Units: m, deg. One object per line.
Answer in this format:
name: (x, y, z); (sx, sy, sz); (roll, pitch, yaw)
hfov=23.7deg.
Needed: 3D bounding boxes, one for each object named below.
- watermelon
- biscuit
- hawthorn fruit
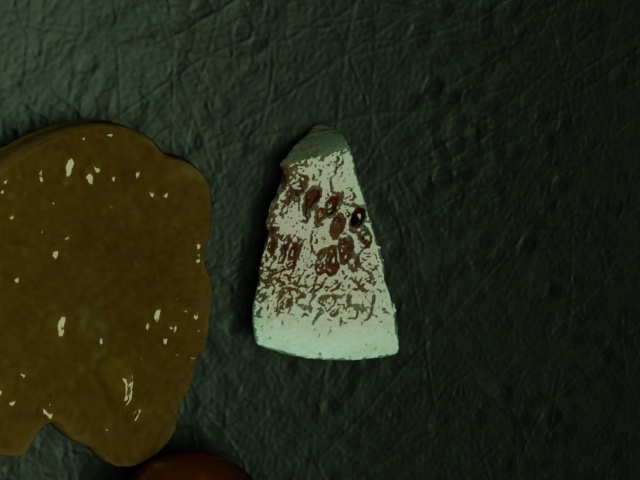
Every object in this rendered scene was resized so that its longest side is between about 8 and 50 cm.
watermelon: (0.000, 0.000, 1.594); (0.154, 0.094, 0.241); (-2, 98, -12)
biscuit: (-0.243, 0.059, 1.482); (0.312, 0.057, 0.351); (-11, 106, -34)
hawthorn fruit: (-0.134, 0.286, 1.527); (0.188, 0.169, 0.169); (36, 83, -41)
